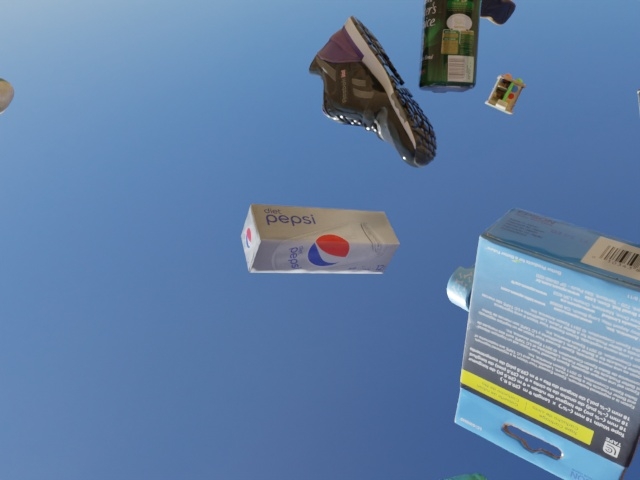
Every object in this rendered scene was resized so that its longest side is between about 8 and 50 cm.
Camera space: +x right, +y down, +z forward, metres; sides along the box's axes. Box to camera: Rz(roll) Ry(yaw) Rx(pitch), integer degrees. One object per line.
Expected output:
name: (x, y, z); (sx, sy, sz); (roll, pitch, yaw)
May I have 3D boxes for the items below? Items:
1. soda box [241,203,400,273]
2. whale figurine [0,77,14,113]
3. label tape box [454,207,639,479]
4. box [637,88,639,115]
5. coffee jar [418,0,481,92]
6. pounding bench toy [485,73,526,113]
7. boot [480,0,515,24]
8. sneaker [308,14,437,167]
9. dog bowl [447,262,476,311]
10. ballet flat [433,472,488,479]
soda box: (0.000, 0.000, 1.162); (0.286, 0.091, 0.098); (3, -135, -23)
whale figurine: (-0.486, -0.110, 0.690); (0.272, 0.141, 0.216); (-47, 176, 2)
label tape box: (0.324, 0.150, 0.809); (0.241, 0.333, 0.106); (22, -142, 33)
box: (0.497, -0.130, 0.833); (0.051, 0.220, 0.175); (2, -153, 43)
coffee jar: (0.187, -0.310, 0.871); (0.079, 0.184, 0.096); (2, -172, -3)
pounding bench toy: (0.353, -0.280, 1.143); (0.052, 0.065, 0.083); (25, -165, 3)
boot: (0.334, -0.570, 1.353); (0.213, 0.077, 0.165); (0, -135, -54)
sneaker: (0.074, -0.203, 0.927); (0.124, 0.107, 0.283); (-37, -122, 23)
dog bowl: (0.492, 0.086, 1.701); (0.297, 0.166, 0.074); (-49, -144, 9)
ballet flat: (0.166, 0.306, 0.623); (0.087, 0.247, 0.083); (-18, -131, 7)
